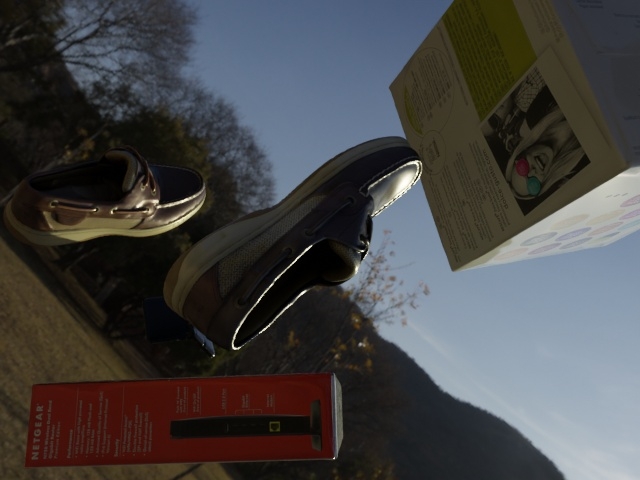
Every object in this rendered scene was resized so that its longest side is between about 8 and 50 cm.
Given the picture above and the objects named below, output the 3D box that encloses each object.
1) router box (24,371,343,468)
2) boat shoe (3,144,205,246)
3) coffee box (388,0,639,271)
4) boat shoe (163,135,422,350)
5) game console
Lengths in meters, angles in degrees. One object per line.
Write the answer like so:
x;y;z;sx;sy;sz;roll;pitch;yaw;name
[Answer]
-0.125;0.216;0.696;0.335;0.301;0.082;81;7;-74;router box
-0.315;-0.084;0.910;0.123;0.342;0.123;55;-50;19;boat shoe
0.355;-0.182;0.825;0.334;0.338;0.338;-47;-126;59;coffee box
0.000;0.000;0.519;0.092;0.285;0.102;44;-31;24;boat shoe
-0.250;0.154;1.002;0.107;0.071;0.122;59;0;-38;game console
